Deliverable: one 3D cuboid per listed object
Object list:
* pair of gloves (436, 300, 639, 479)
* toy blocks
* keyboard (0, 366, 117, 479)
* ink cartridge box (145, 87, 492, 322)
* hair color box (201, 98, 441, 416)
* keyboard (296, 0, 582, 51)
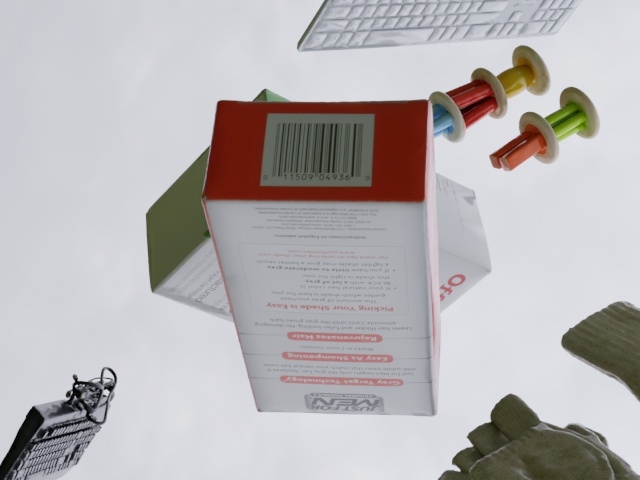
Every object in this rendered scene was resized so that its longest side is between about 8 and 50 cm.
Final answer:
[{"bbox_3d":[0.219,0.136,0.988,0.240,0.042,0.204,-35,-143,-32],"label":"pair of gloves"},{"bbox_3d":[0.159,-0.104,1.297,0.148,0.054,0.123,-30,-125,-18],"label":"toy blocks"},{"bbox_3d":[-0.182,0.146,1.053,0.100,0.038,0.192,-63,174,0],"label":"keyboard"},{"bbox_3d":[0.000,0.000,1.110,0.160,0.219,0.092,-43,-141,33],"label":"ink cartridge box"},{"bbox_3d":[0.005,0.011,0.499,0.072,0.141,0.043,1,-125,6],"label":"hair color box"},{"bbox_3d":[0.093,-0.155,0.933,0.014,0.256,0.072,52,-49,27],"label":"keyboard"}]
